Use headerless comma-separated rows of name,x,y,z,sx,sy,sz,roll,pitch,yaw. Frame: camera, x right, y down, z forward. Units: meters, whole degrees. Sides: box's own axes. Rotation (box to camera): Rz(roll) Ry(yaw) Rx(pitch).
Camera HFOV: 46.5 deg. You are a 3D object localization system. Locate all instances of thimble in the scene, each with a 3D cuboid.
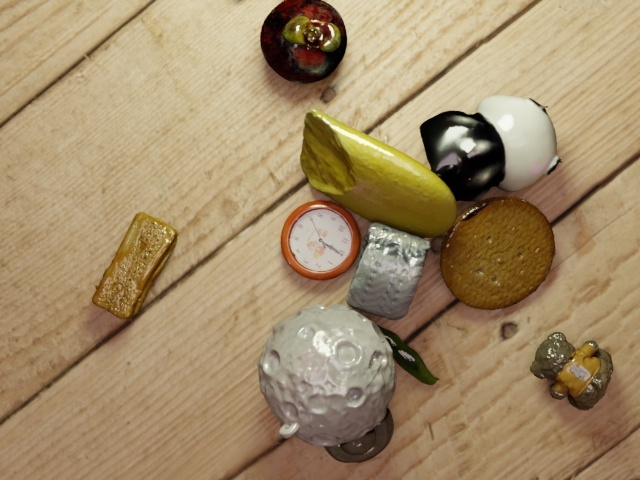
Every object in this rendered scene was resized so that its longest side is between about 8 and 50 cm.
thimble,0.163,0.074,1.805,0.157,0.245,0.217,17,55,2

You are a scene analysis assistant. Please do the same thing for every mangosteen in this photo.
mangosteen,-0.046,-0.492,1.817,0.216,0.216,0.216,0,91,3

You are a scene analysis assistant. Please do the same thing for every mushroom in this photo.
mushroom,0.105,0.495,1.873,0.188,0.141,0.117,-28,112,6

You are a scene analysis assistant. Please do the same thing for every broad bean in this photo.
broad bean,0.185,0.270,1.906,0.297,0.043,0.060,38,104,2

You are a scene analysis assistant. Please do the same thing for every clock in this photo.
clock,0.000,0.000,1.903,0.205,0.051,0.205,0,90,2

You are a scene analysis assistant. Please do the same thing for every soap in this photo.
soap,0.126,-0.137,1.782,0.427,0.306,0.115,28,62,8

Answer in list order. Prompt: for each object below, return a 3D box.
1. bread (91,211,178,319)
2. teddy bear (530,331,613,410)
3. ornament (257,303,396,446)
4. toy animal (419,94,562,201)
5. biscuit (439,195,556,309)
bread,-0.480,0.065,1.915,0.139,0.077,0.271,28,91,6
teddy bear,0.623,0.319,1.847,0.190,0.140,0.177,30,95,10
ornament,0.025,0.314,1.771,0.337,0.337,0.337,0,91,3
toy animal,0.412,-0.220,1.798,0.310,0.251,0.251,-17,90,10
biscuit,0.439,0.034,1.848,0.305,0.038,0.305,-3,111,-8
